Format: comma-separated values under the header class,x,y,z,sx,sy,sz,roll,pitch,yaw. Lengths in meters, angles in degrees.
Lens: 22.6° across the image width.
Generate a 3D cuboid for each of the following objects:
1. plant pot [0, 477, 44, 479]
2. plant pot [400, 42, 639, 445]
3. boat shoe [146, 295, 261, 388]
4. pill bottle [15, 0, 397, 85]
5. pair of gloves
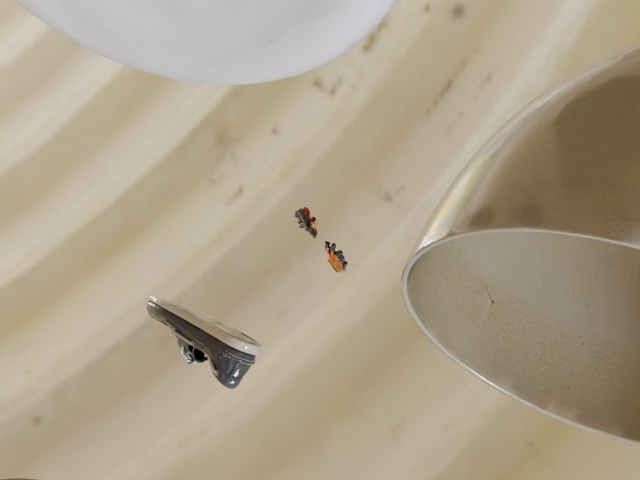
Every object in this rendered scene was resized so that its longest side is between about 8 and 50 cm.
class,x,y,z,sx,sy,sz,roll,pitch,yaw
plant pot,-0.383,0.473,1.871,0.275,0.275,0.293,-2,-126,-26
plant pot,0.214,-0.010,0.991,0.284,0.284,0.191,17,-115,12
boat shoe,-0.152,0.119,1.916,0.075,0.065,0.206,18,-177,-42
pill bottle,-0.004,-0.194,0.525,0.162,0.162,0.278,17,-130,11
pair of gloves,0.000,0.000,1.698,0.083,0.010,0.074,52,170,3
